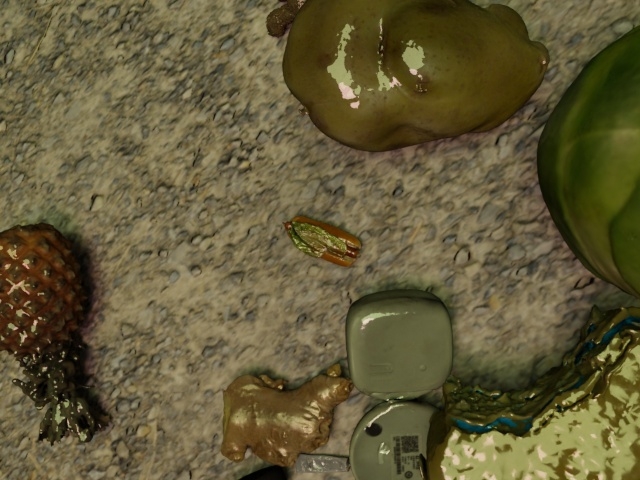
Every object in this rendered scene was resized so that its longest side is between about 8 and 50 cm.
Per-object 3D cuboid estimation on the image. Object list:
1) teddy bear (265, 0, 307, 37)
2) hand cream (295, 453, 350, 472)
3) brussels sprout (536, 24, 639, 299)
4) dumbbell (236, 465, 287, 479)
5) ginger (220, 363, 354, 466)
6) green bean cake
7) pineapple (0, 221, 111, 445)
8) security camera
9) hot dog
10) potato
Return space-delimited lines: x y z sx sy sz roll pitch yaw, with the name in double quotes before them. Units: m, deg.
"teddy bear" -0.010 -0.362 0.857 0.160 0.078 0.119 11 86 17
"hand cream" 0.003 0.331 0.836 0.093 0.019 0.030 -7 83 17
"brussels sprout" 0.429 -0.060 0.623 0.371 0.276 0.315 36 83 8
"dumbbell" -0.066 0.432 0.805 0.100 0.100 0.191 -25 80 12
"ginger" -0.050 0.260 0.830 0.213 0.074 0.137 -9 84 9
"green bean cake" 0.294 0.211 0.664 0.285 0.202 0.310 32 92 13
"pineapple" -0.442 0.156 0.908 0.175 0.175 0.361 -19 90 13
"security camera" 0.112 0.218 0.786 0.157 0.080 0.301 -4 96 0
"hot dog" 0.000 0.000 0.847 0.133 0.041 0.056 23 92 16
"potato" 0.124 -0.234 0.756 0.351 0.202 0.218 -4 73 2
